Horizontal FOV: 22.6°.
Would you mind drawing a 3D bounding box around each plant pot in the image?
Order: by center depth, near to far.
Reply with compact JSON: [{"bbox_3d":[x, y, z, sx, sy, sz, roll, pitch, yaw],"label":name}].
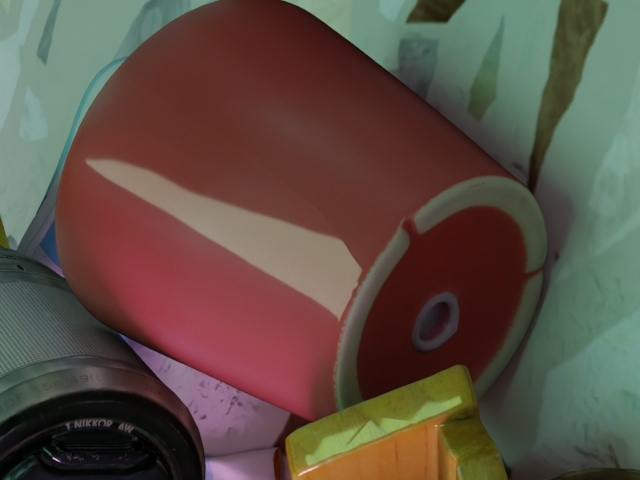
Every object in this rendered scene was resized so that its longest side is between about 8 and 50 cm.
[{"bbox_3d":[0.000,0.000,1.085,0.243,0.275,0.274,32,111,38],"label":"plant pot"}]

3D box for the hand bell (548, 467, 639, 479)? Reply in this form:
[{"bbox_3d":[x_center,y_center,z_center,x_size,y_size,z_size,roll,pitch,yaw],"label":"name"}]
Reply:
[{"bbox_3d":[0.174,0.271,0.961,0.126,0.126,0.242,30,121,49],"label":"hand bell"}]

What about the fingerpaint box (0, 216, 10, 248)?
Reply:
[{"bbox_3d":[-0.416,0.184,1.357,0.163,0.371,0.444,6,113,64],"label":"fingerpaint box"}]

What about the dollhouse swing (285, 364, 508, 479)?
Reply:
[{"bbox_3d":[-0.014,0.310,0.954,0.315,0.305,0.346,81,176,-62],"label":"dollhouse swing"}]

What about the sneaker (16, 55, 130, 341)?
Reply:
[{"bbox_3d":[-0.159,0.017,1.375,0.208,0.127,0.319,36,114,49],"label":"sneaker"}]

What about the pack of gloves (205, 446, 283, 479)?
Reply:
[{"bbox_3d":[-0.116,0.278,1.350,0.232,0.046,0.195,-14,74,50],"label":"pack of gloves"}]

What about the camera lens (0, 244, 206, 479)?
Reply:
[{"bbox_3d":[-0.228,0.143,1.175,0.274,0.219,0.219,38,115,51],"label":"camera lens"}]
